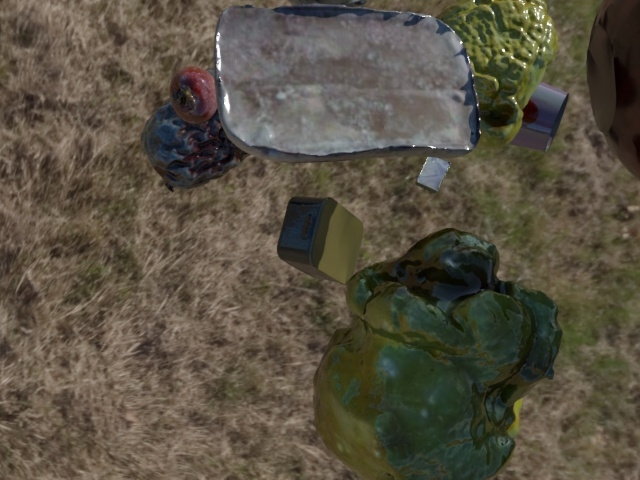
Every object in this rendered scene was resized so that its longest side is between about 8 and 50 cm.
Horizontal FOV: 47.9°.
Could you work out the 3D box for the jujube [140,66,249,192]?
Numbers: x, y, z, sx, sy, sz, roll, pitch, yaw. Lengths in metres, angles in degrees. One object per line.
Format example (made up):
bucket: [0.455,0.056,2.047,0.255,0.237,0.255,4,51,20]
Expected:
jujube: [-0.259,-0.257,1.658,0.317,0.226,0.226,-41,98,0]

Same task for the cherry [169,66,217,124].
cherry: [-0.232,-0.254,1.307,0.090,0.225,0.107,-1,113,-3]

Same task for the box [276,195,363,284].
box: [0.000,0.000,1.458,0.201,0.090,0.144,32,69,-60]

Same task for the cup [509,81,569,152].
cup: [0.377,-0.300,1.578,0.288,0.203,0.203,22,63,18]

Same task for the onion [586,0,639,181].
onion: [0.397,-0.159,0.625,0.341,0.341,0.341,7,74,-26]

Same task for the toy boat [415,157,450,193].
toy boat: [0.284,-0.170,1.820,0.063,0.016,0.115,26,54,7]

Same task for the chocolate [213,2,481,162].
chocolate: [0.026,-0.171,0.834,0.303,0.100,0.185,-1,77,-16]

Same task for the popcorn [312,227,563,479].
popcorn: [0.111,0.133,0.746,0.226,0.276,0.276,16,67,8]

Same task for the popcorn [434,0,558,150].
popcorn: [0.280,-0.319,1.269,0.225,0.174,0.286,25,87,-2]

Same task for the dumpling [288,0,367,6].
dumpling: [-0.018,-0.518,1.395,0.247,0.172,0.142,24,103,-43]
